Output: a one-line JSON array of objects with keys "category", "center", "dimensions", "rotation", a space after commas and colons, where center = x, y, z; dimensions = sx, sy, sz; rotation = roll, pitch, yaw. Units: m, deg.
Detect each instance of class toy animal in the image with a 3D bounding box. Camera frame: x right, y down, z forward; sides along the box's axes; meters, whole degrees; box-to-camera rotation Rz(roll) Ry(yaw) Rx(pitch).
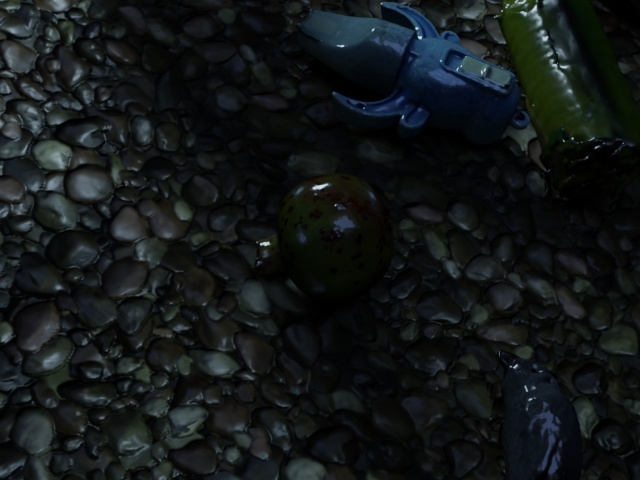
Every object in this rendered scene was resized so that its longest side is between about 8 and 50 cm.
[{"category": "toy animal", "center": [0.196, 0.204, 1.169], "dimensions": [0.117, 0.121, 0.210], "rotation": [-37, 45, 11]}]

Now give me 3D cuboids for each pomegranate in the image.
[{"category": "pomegranate", "center": [0.006, -0.004, 1.211], "dimensions": [0.130, 0.130, 0.130], "rotation": [9, 54, -12]}]

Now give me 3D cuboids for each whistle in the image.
[{"category": "whistle", "center": [0.101, -0.179, 1.392], "dimensions": [0.269, 0.093, 0.180], "rotation": [23, 53, 6]}]

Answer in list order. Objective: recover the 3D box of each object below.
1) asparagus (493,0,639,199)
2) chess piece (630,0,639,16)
[{"category": "asparagus", "center": [0.271, -0.211, 1.456], "dimensions": [0.128, 0.108, 0.382], "rotation": [-3, 55, -14]}, {"category": "chess piece", "center": [0.331, -0.410, 1.573], "dimensions": [0.176, 0.176, 0.298], "rotation": [-24, 68, -31]}]
